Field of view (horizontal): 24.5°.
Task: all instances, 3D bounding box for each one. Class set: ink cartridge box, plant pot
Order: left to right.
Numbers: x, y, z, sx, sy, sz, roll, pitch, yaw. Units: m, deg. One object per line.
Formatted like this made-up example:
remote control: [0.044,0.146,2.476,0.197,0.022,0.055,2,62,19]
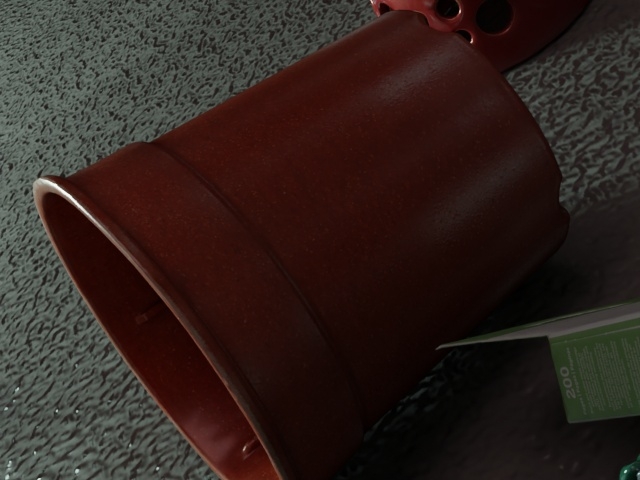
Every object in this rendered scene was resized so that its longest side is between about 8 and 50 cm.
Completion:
plant pot: [0.000,0.000,0.967,0.265,0.272,0.272,-37,28,-17]
plant pot: [0.121,-0.258,1.279,0.191,0.174,0.191,-24,31,16]
ink cartridge box: [0.193,0.054,0.793,0.171,0.056,0.235,-11,-6,-27]

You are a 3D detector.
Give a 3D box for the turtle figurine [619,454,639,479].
turtle figurine: [0.216,0.155,0.637,0.175,0.118,0.234,-9,24,33]
